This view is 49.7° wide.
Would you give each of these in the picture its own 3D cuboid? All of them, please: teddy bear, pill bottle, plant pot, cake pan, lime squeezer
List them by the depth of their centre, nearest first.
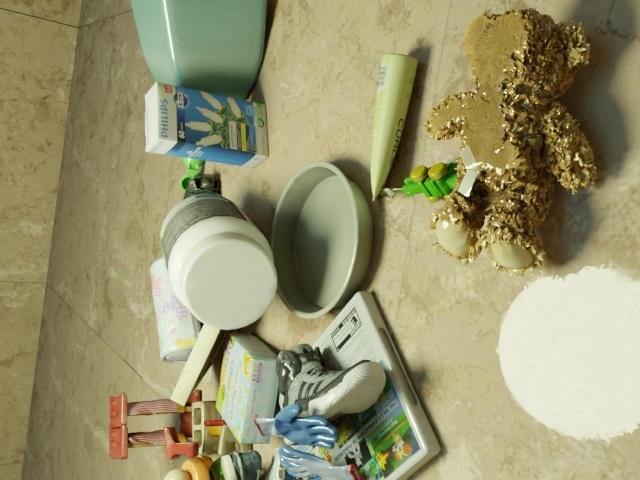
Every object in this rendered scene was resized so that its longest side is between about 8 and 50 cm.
[{"bbox_3d":[0.245,-0.120,0.904,0.245,0.113,0.338,-8,82,51],"label":"teddy bear"},{"bbox_3d":[0.000,0.000,1.293,0.293,0.054,0.293,-12,76,55],"label":"cake pan"},{"bbox_3d":[-0.209,0.035,1.392,0.361,0.204,0.204,-139,60,-68],"label":"pill bottle"},{"bbox_3d":[-0.279,-0.444,1.614,0.248,0.247,0.252,30,127,54],"label":"plant pot"},{"bbox_3d":[-0.351,-0.180,1.836,0.110,0.059,0.310,5,90,56],"label":"lime squeezer"}]

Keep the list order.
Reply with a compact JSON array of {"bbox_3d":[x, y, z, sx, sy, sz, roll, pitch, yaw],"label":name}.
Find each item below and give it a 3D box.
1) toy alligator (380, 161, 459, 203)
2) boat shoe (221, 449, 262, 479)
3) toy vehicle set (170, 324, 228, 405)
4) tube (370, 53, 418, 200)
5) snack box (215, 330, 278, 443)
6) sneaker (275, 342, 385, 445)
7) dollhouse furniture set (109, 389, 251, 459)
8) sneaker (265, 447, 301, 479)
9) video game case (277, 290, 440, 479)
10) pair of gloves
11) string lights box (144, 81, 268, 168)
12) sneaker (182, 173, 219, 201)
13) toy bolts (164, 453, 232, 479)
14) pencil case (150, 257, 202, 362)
[{"bbox_3d":[0.166,-0.093,1.068,0.051,0.056,0.189,-50,25,-24],"label":"toy alligator"},{"bbox_3d":[-0.152,0.490,1.394,0.254,0.079,0.095,93,158,-46],"label":"boat shoe"},{"bbox_3d":[-0.245,0.224,1.549,0.267,0.035,0.166,-62,-2,28],"label":"toy vehicle set"},{"bbox_3d":[0.113,-0.184,1.150,0.062,0.070,0.240,16,98,48],"label":"tube"},{"bbox_3d":[-0.152,0.298,1.430,0.207,0.070,0.174,-162,80,-66],"label":"snack box"},{"bbox_3d":[0.000,0.229,1.151,0.268,0.101,0.153,-50,49,42],"label":"sneaker"},{"bbox_3d":[-0.335,0.418,1.593,0.374,0.201,0.152,-24,66,53],"label":"dollhouse furniture set"},{"bbox_3d":[-0.078,0.492,1.335,0.083,0.071,0.191,0,77,63],"label":"sneaker"},{"bbox_3d":[0.046,0.304,1.198,0.329,0.036,0.300,-54,44,36],"label":"video game case"},{"bbox_3d":[-0.021,0.334,1.119,0.159,0.023,0.198,-4,124,33],"label":"pair of gloves"},{"bbox_3d":[-0.247,-0.247,1.509,0.076,0.259,0.133,-24,66,52],"label":"string lights box"},{"bbox_3d":[-0.284,-0.083,1.695,0.227,0.087,0.130,52,133,52],"label":"sneaker"},{"bbox_3d":[-0.301,0.596,1.554,0.218,0.158,0.229,-11,76,55],"label":"toy bolts"},{"bbox_3d":[-0.359,0.172,1.745,0.124,0.113,0.273,-39,54,37],"label":"pencil case"}]
